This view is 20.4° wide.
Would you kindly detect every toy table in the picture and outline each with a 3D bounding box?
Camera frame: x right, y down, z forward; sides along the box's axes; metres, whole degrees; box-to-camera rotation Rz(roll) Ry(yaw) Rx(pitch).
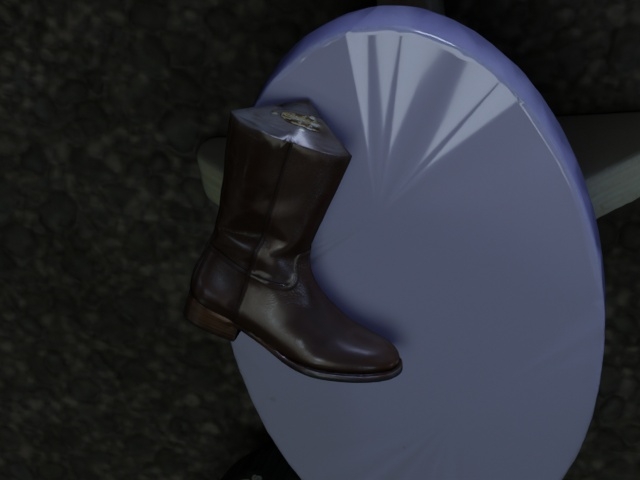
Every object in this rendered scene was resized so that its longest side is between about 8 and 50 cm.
[{"bbox_3d":[0.050,-0.007,0.870,0.252,0.161,0.274,7,121,6],"label":"toy table"}]

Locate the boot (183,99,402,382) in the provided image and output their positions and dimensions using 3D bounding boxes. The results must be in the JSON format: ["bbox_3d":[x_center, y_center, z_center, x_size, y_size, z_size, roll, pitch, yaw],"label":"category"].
[{"bbox_3d":[0.000,0.000,0.773,0.106,0.037,0.114,17,116,-2],"label":"boot"}]

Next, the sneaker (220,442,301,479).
[{"bbox_3d":[0.127,0.296,1.066,0.448,0.169,0.257,21,131,5],"label":"sneaker"}]
